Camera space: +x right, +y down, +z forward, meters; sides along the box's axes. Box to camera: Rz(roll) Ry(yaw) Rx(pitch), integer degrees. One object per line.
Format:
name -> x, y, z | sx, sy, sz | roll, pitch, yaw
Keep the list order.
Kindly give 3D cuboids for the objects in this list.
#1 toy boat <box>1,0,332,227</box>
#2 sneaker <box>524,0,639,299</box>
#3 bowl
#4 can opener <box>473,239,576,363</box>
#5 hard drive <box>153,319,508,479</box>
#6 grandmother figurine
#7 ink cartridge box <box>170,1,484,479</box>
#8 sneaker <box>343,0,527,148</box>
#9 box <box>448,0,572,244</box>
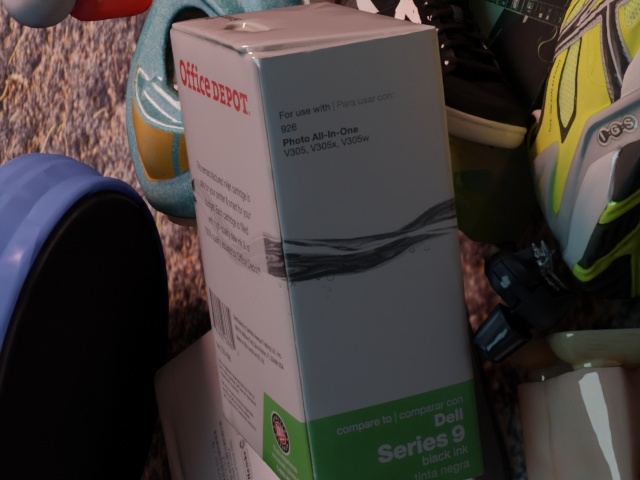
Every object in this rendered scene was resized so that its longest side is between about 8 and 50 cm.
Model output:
toy boat -> -0.138, -0.160, 1.312 | 0.318, 0.148, 0.267 | 37, 120, 35
sneaker -> 0.211, -0.146, 0.884 | 0.147, 0.145, 0.385 | 59, 137, 40
bowl -> -0.225, 0.124, 1.280 | 0.077, 0.391, 0.391 | 8, 92, 15
can opener -> 0.124, 0.025, 0.992 | 0.073, 0.186, 0.059 | -34, 95, 11
hard drive -> -0.008, 0.143, 1.229 | 0.353, 0.047, 0.233 | -38, 57, 43
grandmother figurine -> 0.178, 0.228, 0.946 | 0.208, 0.104, 0.342 | 147, 121, -77
ink cartridge box -> 0.000, 0.000, 0.991 | 0.211, 0.121, 0.289 | -146, 47, -67
sneaker -> 0.080, -0.152, 1.033 | 0.217, 0.079, 0.121 | 44, 120, 51
box -> 0.122, -0.190, 1.100 | 0.232, 0.058, 0.322 | 45, 121, 45
